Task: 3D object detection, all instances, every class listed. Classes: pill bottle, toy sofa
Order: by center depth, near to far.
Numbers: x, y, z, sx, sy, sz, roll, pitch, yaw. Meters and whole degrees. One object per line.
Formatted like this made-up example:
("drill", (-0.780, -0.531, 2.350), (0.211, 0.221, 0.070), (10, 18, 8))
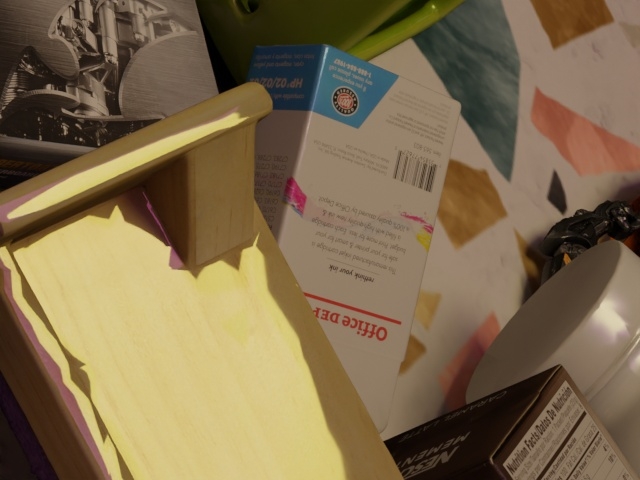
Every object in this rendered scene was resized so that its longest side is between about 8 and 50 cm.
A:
("toy sofa", (-0.040, 0.132, 0.824), (0.150, 0.177, 0.362), (-28, 91, -36))
("pill bottle", (0.239, 0.151, 1.051), (0.323, 0.181, 0.181), (42, 41, -8))

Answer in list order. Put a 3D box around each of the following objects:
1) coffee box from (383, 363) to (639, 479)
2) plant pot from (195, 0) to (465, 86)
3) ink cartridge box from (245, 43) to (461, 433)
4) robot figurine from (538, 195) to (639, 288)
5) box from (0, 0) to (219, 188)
("coffee box", (0.121, 0.204, 0.956), (0.246, 0.141, 0.098), (55, 39, -6))
("plant pot", (0.030, -0.234, 1.066), (0.207, 0.228, 0.227), (54, 36, 1))
("ink cartridge box", (0.000, 0.000, 0.979), (0.104, 0.062, 0.181), (19, 81, -40))
("robot figurine", (0.248, 0.042, 1.243), (0.211, 0.085, 0.291), (55, 38, -7))
("box", (-0.148, -0.136, 0.934), (0.183, 0.056, 0.231), (5, 63, -46))
